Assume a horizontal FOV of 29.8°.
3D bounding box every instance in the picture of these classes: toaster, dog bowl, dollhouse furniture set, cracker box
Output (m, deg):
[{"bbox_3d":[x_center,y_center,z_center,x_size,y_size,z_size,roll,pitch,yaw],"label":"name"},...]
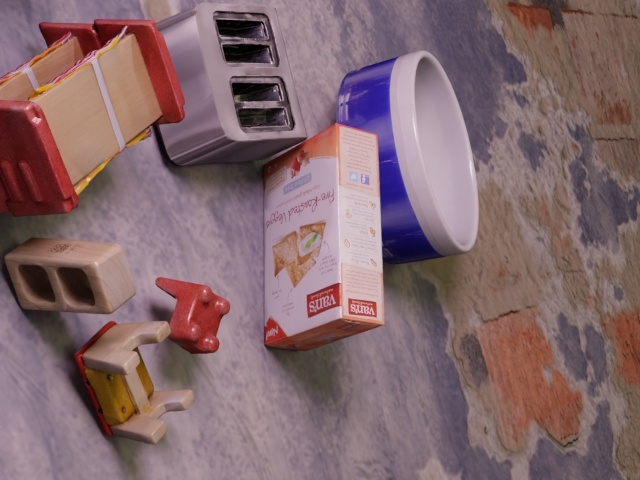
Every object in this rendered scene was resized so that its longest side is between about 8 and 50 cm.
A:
[{"bbox_3d":[-0.114,-0.178,1.370,0.186,0.110,0.168,-9,83,-50],"label":"toaster"},{"bbox_3d":[0.117,-0.104,1.553,0.265,0.104,0.264,-12,90,-69],"label":"dog bowl"},{"bbox_3d":[-0.221,-0.011,1.195,0.201,0.152,0.374,-47,130,-47],"label":"dollhouse furniture set"},{"bbox_3d":[0.000,0.000,1.399,0.067,0.156,0.232,11,68,-34],"label":"cracker box"}]
